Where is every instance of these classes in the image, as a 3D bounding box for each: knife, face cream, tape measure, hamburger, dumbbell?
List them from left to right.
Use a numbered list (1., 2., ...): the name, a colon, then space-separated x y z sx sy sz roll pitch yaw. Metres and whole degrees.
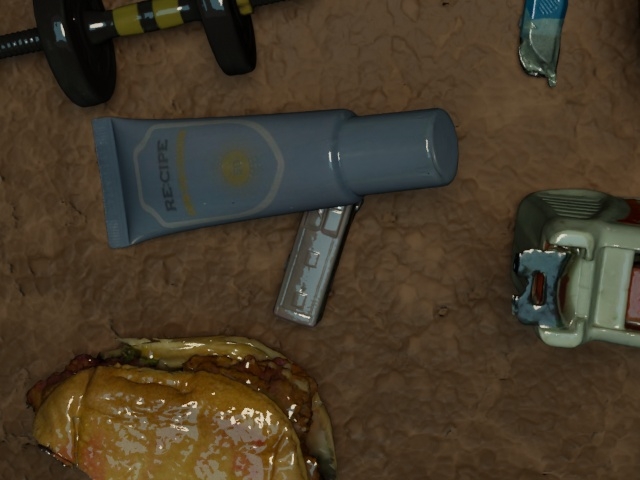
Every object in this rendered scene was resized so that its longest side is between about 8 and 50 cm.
1. dumbbell: -0.161 -0.211 0.975 0.325 0.143 0.143 -11 100 6
2. hamburger: -0.124 0.186 1.049 0.245 0.155 0.282 -42 92 7
3. face cream: -0.060 -0.070 0.986 0.385 0.086 0.136 -4 97 28
4. knife: 0.225 -0.298 0.993 0.044 0.026 0.297 6 99 0
5. tape measure: 0.283 0.032 0.942 0.246 0.243 0.125 7 102 3

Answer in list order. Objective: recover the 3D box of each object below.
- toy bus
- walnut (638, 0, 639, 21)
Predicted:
1. toy bus: 0.000 0.000 1.044 0.057 0.072 0.172 18 101 5
2. walnut: 0.448 -0.214 0.832 0.397 0.308 0.354 20 100 -36
